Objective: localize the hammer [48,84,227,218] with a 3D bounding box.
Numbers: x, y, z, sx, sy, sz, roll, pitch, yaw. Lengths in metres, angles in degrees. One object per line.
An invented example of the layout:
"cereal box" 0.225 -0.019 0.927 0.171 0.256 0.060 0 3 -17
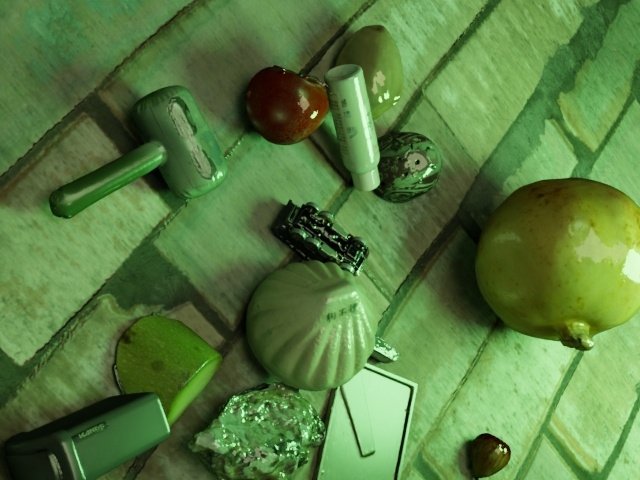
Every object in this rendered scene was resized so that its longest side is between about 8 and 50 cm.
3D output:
"hammer" -0.332 -0.127 1.776 0.336 0.119 0.206 -33 101 -30

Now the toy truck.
"toy truck" 0.000 0.000 2.010 0.192 0.092 0.083 36 60 -17

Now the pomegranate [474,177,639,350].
"pomegranate" 0.541 0.056 2.223 0.412 0.411 0.411 9 75 -36

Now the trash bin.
"trash bin" -0.377 0.324 1.597 0.236 0.177 0.101 -22 93 -41

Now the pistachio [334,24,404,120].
"pistachio" 0.105 -0.351 2.143 0.152 0.126 0.223 12 71 3

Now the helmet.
"helmet" 0.195 -0.164 2.183 0.177 0.107 0.153 -21 97 -39

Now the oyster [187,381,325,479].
"oyster" -0.108 0.362 1.830 0.268 0.112 0.198 -36 101 -44

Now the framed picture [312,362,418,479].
"framed picture" 0.093 0.397 2.042 0.213 0.016 0.289 25 66 -31

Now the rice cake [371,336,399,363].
"rice cake" 0.078 0.202 2.055 0.207 0.047 0.036 30 71 -27

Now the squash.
"squash" -0.261 0.217 1.764 0.184 0.085 0.192 51 54 -19

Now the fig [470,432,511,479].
"fig" 0.358 0.484 2.197 0.089 0.089 0.125 30 86 -29

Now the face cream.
"face cream" 0.072 -0.224 2.068 0.082 0.082 0.269 -41 130 -36

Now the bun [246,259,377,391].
"bun" 0.004 0.138 1.889 0.263 0.175 0.263 11 60 -19

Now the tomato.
"tomato" -0.064 -0.261 1.982 0.167 0.167 0.167 9 75 -36
